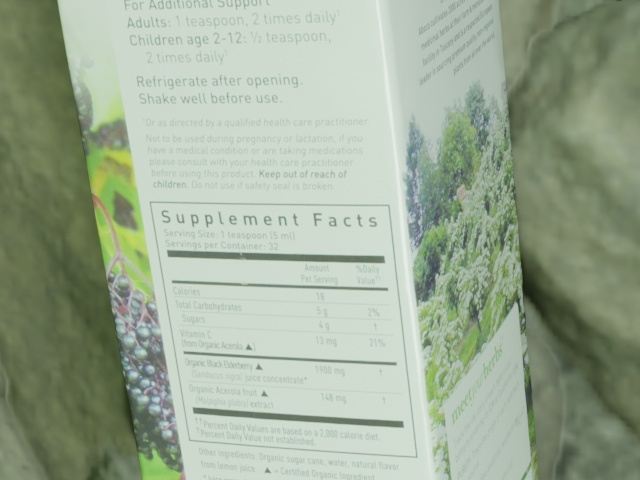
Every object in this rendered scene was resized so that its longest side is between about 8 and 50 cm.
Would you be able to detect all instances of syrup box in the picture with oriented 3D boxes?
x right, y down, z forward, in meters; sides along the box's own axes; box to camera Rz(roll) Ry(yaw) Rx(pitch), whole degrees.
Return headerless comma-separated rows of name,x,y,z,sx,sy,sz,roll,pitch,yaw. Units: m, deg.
syrup box,0.000,0.000,0.466,0.096,0.093,0.237,1,112,23
